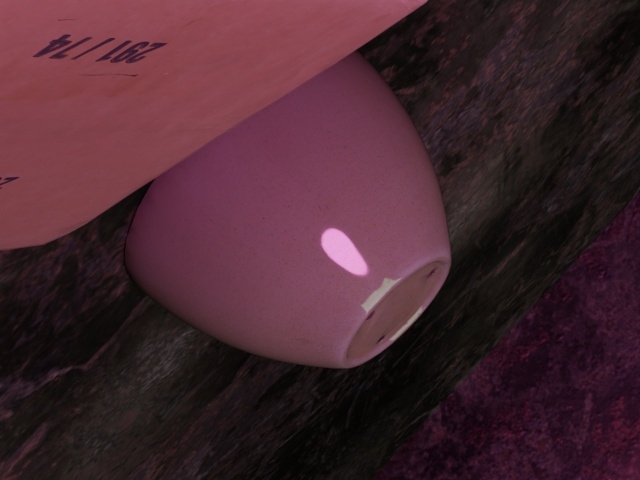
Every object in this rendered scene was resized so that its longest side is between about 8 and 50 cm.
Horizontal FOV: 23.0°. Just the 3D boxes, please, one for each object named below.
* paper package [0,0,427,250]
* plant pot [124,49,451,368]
[{"bbox_3d":[-0.163,-0.111,0.638,0.309,0.168,0.325,-29,167,37],"label":"paper package"},{"bbox_3d":[0.000,0.000,1.355,0.284,0.191,0.284,-39,160,-17],"label":"plant pot"}]
